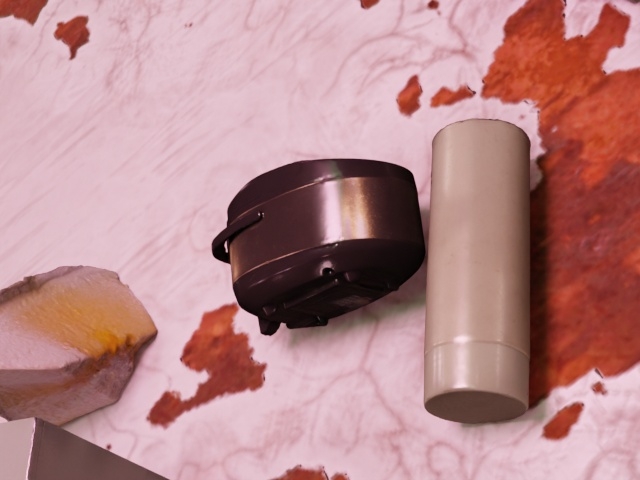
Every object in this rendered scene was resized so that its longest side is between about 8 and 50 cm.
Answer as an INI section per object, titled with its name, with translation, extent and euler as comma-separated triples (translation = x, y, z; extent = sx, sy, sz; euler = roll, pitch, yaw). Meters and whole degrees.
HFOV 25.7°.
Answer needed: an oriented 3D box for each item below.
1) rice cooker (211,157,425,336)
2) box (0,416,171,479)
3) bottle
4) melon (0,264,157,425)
[rice cooker]
translation = 0.000, 0.000, 1.009
extent = 0.165, 0.112, 0.106
euler = -32, 59, 38
[box]
translation = -0.172, 0.201, 0.948
extent = 0.129, 0.225, 0.086
euler = -12, 60, 28
[bottle]
translation = 0.108, 0.020, 0.959
extent = 0.072, 0.072, 0.201
euler = -11, 60, 29
[melon]
translation = -0.212, 0.104, 1.110
extent = 0.093, 0.202, 0.139
euler = 26, 117, 21
